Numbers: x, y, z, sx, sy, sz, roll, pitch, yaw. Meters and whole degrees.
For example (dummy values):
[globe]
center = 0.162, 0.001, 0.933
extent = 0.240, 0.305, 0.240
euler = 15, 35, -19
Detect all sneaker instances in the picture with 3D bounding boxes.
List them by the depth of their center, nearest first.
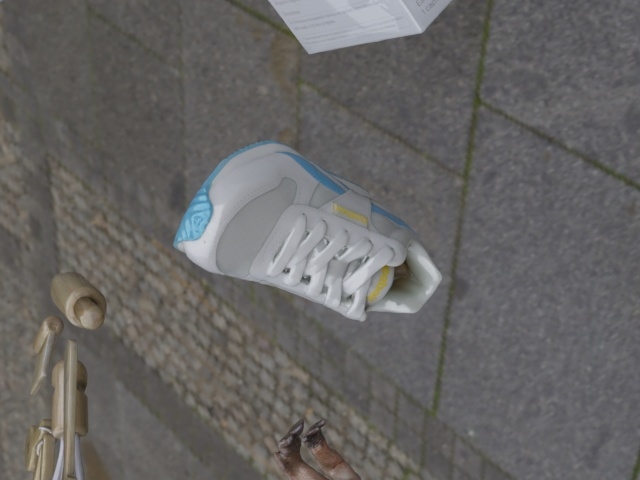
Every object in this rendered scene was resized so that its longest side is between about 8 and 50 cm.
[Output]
[sneaker]
center = 0.000, 0.000, 0.761
extent = 0.092, 0.228, 0.087
euler = 40, 108, 30

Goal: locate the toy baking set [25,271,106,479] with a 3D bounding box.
[toy baking set]
center = -0.180, 0.123, 0.846
extent = 0.256, 0.030, 0.197
euler = -173, 89, -69

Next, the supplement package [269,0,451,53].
[supplement package]
center = -0.004, -0.256, 0.728
extent = 0.244, 0.139, 0.134
euler = 50, 157, -23

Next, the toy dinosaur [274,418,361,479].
[toy dinosaur]
center = 0.011, 0.269, 1.008
extent = 0.200, 0.127, 0.295
euler = 52, 160, -3
